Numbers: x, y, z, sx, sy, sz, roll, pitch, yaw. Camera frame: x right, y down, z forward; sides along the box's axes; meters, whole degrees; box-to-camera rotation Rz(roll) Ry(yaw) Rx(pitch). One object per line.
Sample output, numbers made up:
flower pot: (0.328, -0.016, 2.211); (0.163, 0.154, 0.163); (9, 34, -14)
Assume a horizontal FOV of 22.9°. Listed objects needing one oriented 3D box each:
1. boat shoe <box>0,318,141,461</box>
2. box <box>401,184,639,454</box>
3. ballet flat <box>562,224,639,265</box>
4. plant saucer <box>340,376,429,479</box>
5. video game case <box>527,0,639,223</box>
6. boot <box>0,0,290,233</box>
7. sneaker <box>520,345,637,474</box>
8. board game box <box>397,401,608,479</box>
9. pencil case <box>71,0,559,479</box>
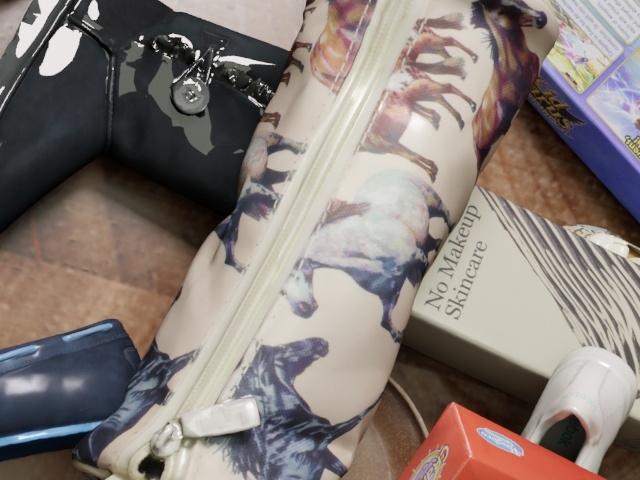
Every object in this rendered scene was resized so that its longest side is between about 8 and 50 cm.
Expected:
boat shoe: (-0.241, 0.101, 1.014); (0.258, 0.109, 0.089); (-4, 73, -34)
box: (0.166, 0.057, 1.133); (0.275, 0.094, 0.113); (24, 75, -12)
ballet flat: (0.231, 0.016, 1.189); (0.114, 0.041, 0.041); (25, 74, -11)
plant saucer: (-0.018, 0.168, 1.089); (0.199, 0.036, 0.198); (3, 79, -17)
video game case: (0.255, -0.180, 1.221); (0.244, 0.061, 0.269); (-44, 94, -20)
boot: (-0.130, -0.060, 1.066); (0.207, 0.094, 0.246); (28, 71, -8)
sneaker: (0.147, 0.176, 1.062); (0.080, 0.094, 0.212); (20, 118, 17)
board game box: (0.155, 0.274, 1.023); (0.317, 0.064, 0.242); (27, 108, -17)
pencil case: (0.000, 0.000, 0.979); (0.160, 0.183, 0.410); (25, 83, 6)
